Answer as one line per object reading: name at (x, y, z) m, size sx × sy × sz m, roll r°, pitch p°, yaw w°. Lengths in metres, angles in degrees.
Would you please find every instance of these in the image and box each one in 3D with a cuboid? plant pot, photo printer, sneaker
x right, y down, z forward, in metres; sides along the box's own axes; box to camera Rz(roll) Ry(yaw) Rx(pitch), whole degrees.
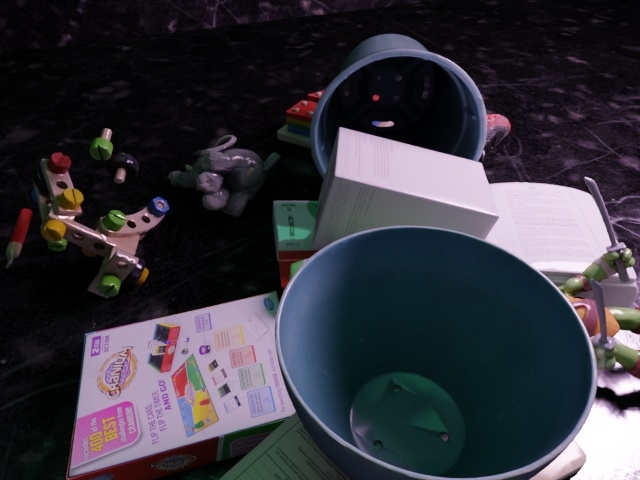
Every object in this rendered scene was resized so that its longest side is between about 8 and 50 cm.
plant pot at (0.159, -0.291, 1.057) m, size 0.341 × 0.341 × 0.334 m, roll 1°, pitch 35°, yaw 4°
plant pot at (0.102, 0.149, 0.509) m, size 0.290 × 0.195 × 0.290 m, roll 0°, pitch 41°, yaw 0°
photo printer at (0.416, -0.004, 0.913) m, size 0.256 × 0.107 × 0.307 m, roll 3°, pitch 40°, yaw 6°
sneaker at (0.390, -0.238, 1.198) m, size 0.276 × 0.097 × 0.135 m, roll -23°, pitch 44°, yaw -20°

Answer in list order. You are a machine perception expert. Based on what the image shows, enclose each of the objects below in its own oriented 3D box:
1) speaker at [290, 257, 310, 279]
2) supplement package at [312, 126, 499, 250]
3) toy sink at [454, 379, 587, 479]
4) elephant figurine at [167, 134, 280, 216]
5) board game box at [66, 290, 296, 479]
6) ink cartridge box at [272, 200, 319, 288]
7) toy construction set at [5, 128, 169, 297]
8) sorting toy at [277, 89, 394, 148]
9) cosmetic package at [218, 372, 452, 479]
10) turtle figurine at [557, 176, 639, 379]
speaker at (0.100, 0.085, 0.811) m, size 0.297 × 0.131 × 0.131 m, roll -3°, pitch 40°, yaw -1°
supplement package at (0.150, -0.066, 0.899) m, size 0.293 × 0.175 × 0.177 m, roll 13°, pitch 40°, yaw -5°
toy sink at (0.244, 0.205, 0.657) m, size 0.153 × 0.131 × 0.234 m, roll -16°, pitch 42°, yaw -15°
elephant figurine at (-0.237, -0.168, 1.118) m, size 0.186 × 0.169 × 0.239 m, roll 12°, pitch 16°, yaw -28°
board game box at (-0.194, 0.213, 0.719) m, size 0.317 × 0.064 × 0.242 m, roll -11°, pitch 41°, yaw -10°
ink cartridge box at (0.000, 0.000, 0.955) m, size 0.181 × 0.056 × 0.224 m, roll -1°, pitch 38°, yaw -10°
toy construction set at (-0.460, -0.002, 0.897) m, size 0.309 × 0.257 × 0.237 m, roll -18°, pitch 51°, yaw 13°
sorting toy at (0.049, -0.354, 1.357) m, size 0.257 × 0.089 × 0.255 m, roll 20°, pitch 45°, yaw 25°
cosmetic package at (0.001, 0.302, 0.569) m, size 0.309 × 0.113 × 0.160 m, roll -33°, pitch 49°, yaw -30°
turtle figurine at (0.436, 0.106, 0.678) m, size 0.266 × 0.274 × 0.198 m, roll 24°, pitch 27°, yaw 1°
